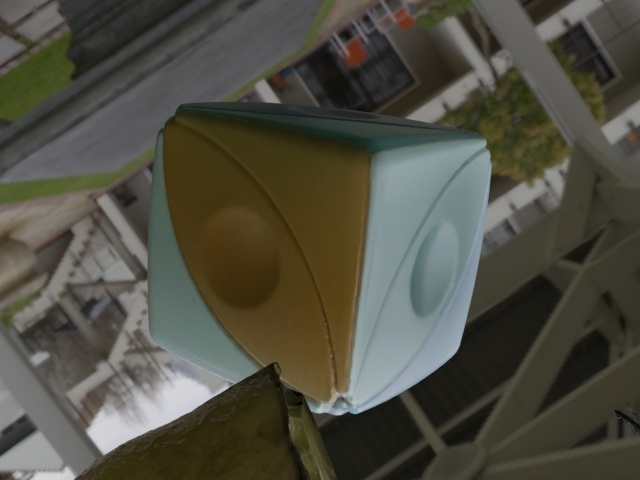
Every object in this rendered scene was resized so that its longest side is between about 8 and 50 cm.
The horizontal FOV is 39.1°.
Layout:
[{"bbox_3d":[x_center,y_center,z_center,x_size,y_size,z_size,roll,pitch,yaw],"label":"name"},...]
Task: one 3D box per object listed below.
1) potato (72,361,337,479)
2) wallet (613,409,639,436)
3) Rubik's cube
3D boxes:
[{"bbox_3d":[-0.083,0.225,0.620,0.243,0.242,0.285,-33,-142,13],"label":"potato"},{"bbox_3d":[0.538,0.322,1.109,0.323,0.247,0.041,43,-72,47],"label":"wallet"},{"bbox_3d":[0.000,0.000,1.219,0.352,0.347,0.351,13,-166,30],"label":"Rubik's cube"}]
